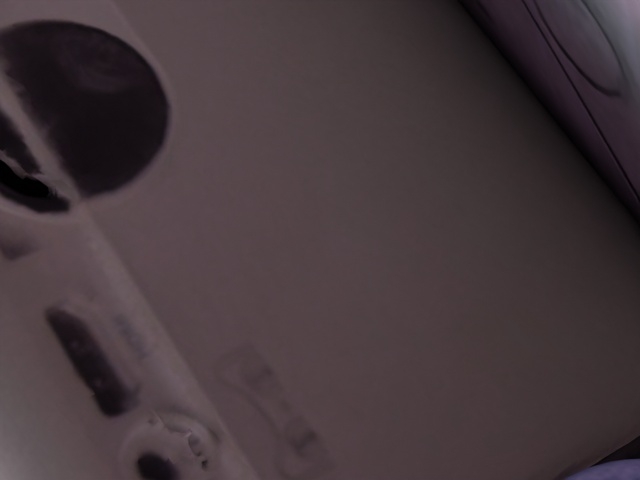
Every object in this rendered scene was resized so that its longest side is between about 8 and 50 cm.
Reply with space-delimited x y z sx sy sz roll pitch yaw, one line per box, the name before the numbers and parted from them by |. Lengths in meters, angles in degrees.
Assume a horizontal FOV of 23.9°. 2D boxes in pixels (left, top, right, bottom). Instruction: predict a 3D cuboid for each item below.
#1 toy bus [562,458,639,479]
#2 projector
toy bus | 0.099 0.210 0.311 0.294 0.232 0.197 35 -175 -25
projector | -0.047 0.038 0.520 0.249 0.248 0.248 55 150 18
